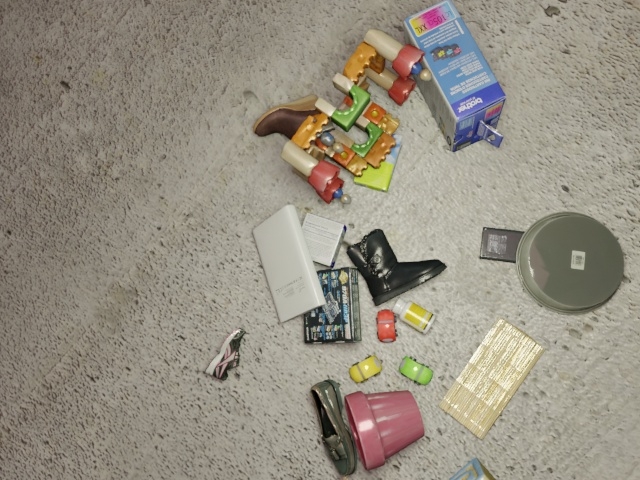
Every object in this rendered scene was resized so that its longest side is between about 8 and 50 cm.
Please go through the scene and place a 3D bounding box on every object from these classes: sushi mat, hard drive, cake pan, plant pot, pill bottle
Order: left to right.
[{"bbox_3d":[-0.101,0.074,1.544,0.203,0.040,0.308,-31,72,45],"label":"hard drive"},{"bbox_3d":[0.178,0.501,1.409,0.180,0.201,0.202,-15,78,-8],"label":"plant pot"},{"bbox_3d":[0.270,0.217,1.490,0.116,0.065,0.065,30,88,14],"label":"pill bottle"},{"bbox_3d":[0.482,0.385,1.445,0.151,0.019,0.317,35,89,15],"label":"sushi mat"},{"bbox_3d":[0.538,0.015,1.492,0.135,0.022,0.094,7,82,12],"label":"hard drive"},{"bbox_3d":[0.701,0.059,1.424,0.293,0.054,0.293,-1,82,5],"label":"cake pan"}]

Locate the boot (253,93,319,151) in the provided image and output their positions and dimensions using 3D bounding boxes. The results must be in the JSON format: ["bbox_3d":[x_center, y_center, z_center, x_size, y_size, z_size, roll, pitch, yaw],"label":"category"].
[{"bbox_3d":[-0.074,-0.338,1.636,0.248,0.090,0.207,-25,75,3],"label":"boot"}]

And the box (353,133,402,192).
[{"bbox_3d":[0.181,-0.249,1.595,0.109,0.042,0.178,17,84,13],"label":"box"}]

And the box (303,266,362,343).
[{"bbox_3d":[0.030,0.194,1.519,0.175,0.051,0.220,-10,78,32],"label":"box"}]

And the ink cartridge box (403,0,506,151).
[{"bbox_3d":[0.389,-0.433,1.467,0.151,0.270,0.396,-24,78,8],"label":"ink cartridge box"}]

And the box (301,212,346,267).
[{"bbox_3d":[0.000,0.000,1.576,0.126,0.072,0.137,19,86,14],"label":"box"}]

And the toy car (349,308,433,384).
[{"bbox_3d":[0.220,0.345,1.485,0.224,0.053,0.239,27,87,14],"label":"toy car"}]

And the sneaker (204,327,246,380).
[{"bbox_3d":[-0.275,0.353,1.584,0.077,0.072,0.178,34,97,3],"label":"sneaker"}]

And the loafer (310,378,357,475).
[{"bbox_3d":[0.027,0.538,1.464,0.096,0.084,0.268,-28,70,38],"label":"loafer"}]

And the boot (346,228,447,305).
[{"bbox_3d":[0.219,0.053,1.512,0.246,0.094,0.207,-28,80,12],"label":"boot"}]

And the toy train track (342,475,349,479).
[{"bbox_3d":[0.094,0.712,1.471,0.048,0.014,0.083,-45,75,1],"label":"toy train track"}]

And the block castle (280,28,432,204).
[{"bbox_3d":[0.109,-0.321,1.441,0.212,0.303,0.453,36,90,6],"label":"block castle"}]

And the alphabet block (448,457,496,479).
[{"bbox_3d":[0.410,0.716,1.316,0.192,0.193,0.197,-42,76,4],"label":"alphabet block"}]
